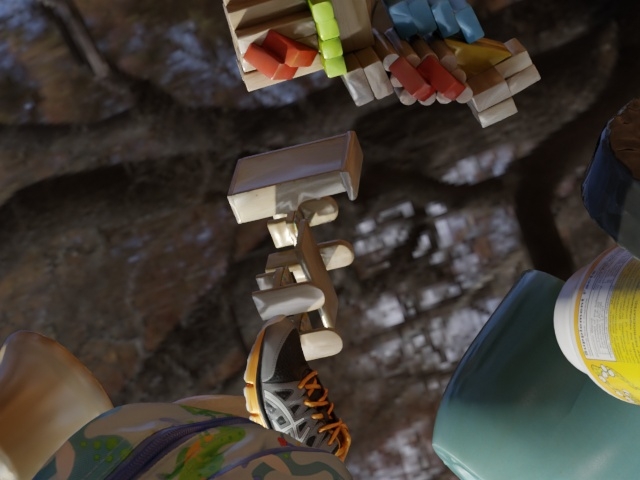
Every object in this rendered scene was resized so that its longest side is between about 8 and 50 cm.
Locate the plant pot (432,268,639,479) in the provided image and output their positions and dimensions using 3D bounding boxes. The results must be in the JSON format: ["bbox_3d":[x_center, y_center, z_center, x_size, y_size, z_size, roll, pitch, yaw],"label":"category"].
[{"bbox_3d":[0.274,0.217,1.727,0.293,0.235,0.293,42,172,8],"label":"plant pot"}]

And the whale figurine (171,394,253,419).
[{"bbox_3d":[-0.127,0.291,1.743,0.216,0.272,0.141,6,-124,-15],"label":"whale figurine"}]

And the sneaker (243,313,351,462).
[{"bbox_3d":[-0.014,0.172,1.353,0.084,0.083,0.214,-30,-67,-64],"label":"sneaker"}]

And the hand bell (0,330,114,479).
[{"bbox_3d":[-0.265,0.181,1.018,0.242,0.126,0.126,-40,-71,-38],"label":"hand bell"}]

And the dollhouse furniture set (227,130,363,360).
[{"bbox_3d":[0.000,0.000,1.912,0.212,0.161,0.242,-80,-26,-56],"label":"dollhouse furniture set"}]

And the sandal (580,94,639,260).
[{"bbox_3d":[0.303,-0.060,0.867,0.446,0.107,0.167,-22,-131,-38],"label":"sandal"}]

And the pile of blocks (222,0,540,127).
[{"bbox_3d":[0.075,-0.206,1.524,0.112,0.362,0.149,-113,32,-59],"label":"pile of blocks"}]

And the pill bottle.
[{"bbox_3d":[0.236,0.054,0.963,0.117,0.118,0.208,67,165,-5],"label":"pill bottle"}]

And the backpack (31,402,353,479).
[{"bbox_3d":[-0.101,0.251,0.717,0.290,0.355,0.273,18,-138,-53],"label":"backpack"}]
